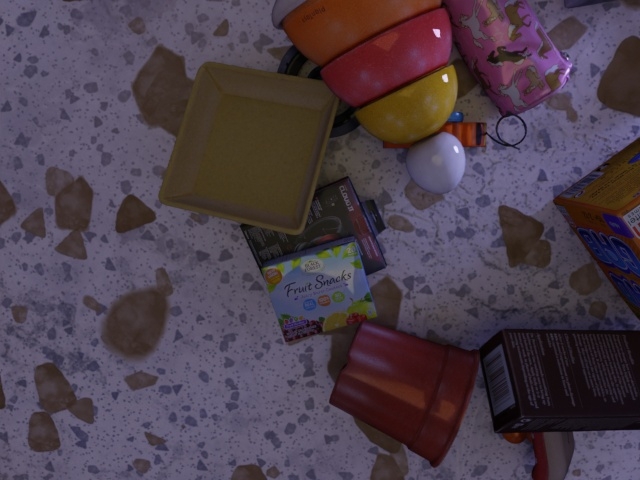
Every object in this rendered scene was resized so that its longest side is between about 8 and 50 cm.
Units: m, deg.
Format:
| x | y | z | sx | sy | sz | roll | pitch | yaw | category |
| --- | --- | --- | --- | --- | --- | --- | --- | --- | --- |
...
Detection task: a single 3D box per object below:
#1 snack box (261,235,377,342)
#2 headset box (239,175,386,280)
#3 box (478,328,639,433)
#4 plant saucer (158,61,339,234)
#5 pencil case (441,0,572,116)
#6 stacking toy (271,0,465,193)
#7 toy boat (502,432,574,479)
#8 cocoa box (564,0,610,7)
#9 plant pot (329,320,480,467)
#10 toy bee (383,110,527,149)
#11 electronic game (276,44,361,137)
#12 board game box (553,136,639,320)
| x | y | z | sx | sy | sz | roll | pitch | yaw | category |
| --- | --- | --- | --- | --- | --- | --- | --- | --- | --- |
| -0.002 | 0.103 | 1.333 | 0.207 | 0.070 | 0.175 | -16 | 101 | 3 | snack box |
| 0.000 | 0.000 | 1.407 | 0.293 | 0.110 | 0.218 | -24 | 97 | 6 | headset box |
| 0.548 | 0.299 | 1.336 | 0.381 | 0.143 | 0.191 | 3 | 59 | -11 | box |
| -0.142 | -0.195 | 1.343 | 0.332 | 0.081 | 0.333 | 13 | 82 | 14 | plant saucer |
| 0.359 | -0.452 | 1.302 | 0.167 | 0.160 | 0.386 | -36 | 95 | -14 | pencil case |
| 0.146 | -0.309 | 1.218 | 0.350 | 0.350 | 0.480 | -23 | 101 | 6 | stacking toy |
| 0.498 | 0.449 | 1.457 | 0.151 | 0.151 | 0.231 | -6 | 99 | 34 | toy boat |
| 0.616 | -0.606 | 1.171 | 0.231 | 0.347 | 0.228 | -8 | 98 | 4 | cocoa box |
| 0.176 | 0.316 | 1.385 | 0.265 | 0.272 | 0.272 | 22 | 99 | 7 | plant pot |
| 0.294 | -0.217 | 1.360 | 0.298 | 0.162 | 0.195 | 26 | 108 | 23 | toy bee |
| 0.013 | -0.343 | 1.386 | 0.229 | 0.048 | 0.229 | 2 | 103 | 9 | electronic game |
| 0.764 | -0.033 | 1.246 | 0.356 | 0.356 | 0.356 | -37 | 94 | 7 | board game box |
